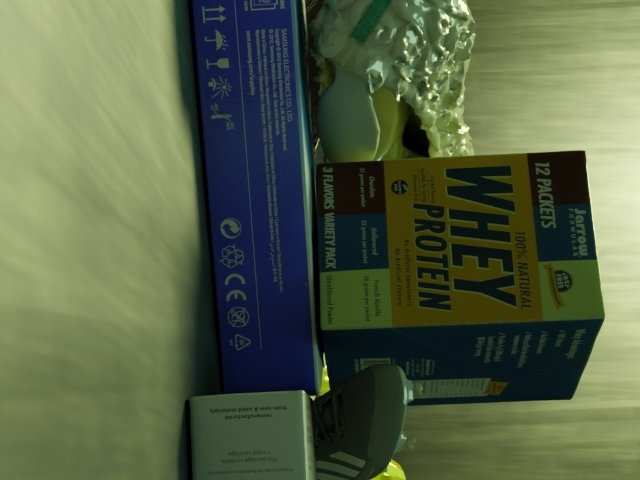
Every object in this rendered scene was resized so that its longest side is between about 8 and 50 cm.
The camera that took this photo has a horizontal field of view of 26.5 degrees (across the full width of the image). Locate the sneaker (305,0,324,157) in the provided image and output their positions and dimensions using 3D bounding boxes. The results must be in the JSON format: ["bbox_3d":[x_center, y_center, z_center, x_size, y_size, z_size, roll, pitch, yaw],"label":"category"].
[{"bbox_3d":[0.009,-0.123,1.281,0.106,0.162,0.281,-90,176,-53],"label":"sneaker"}]

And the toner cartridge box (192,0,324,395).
[{"bbox_3d":[-0.043,-0.072,1.028,0.165,0.075,0.348,-81,168,-74],"label":"toner cartridge box"}]

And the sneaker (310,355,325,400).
[{"bbox_3d":[-0.006,0.093,1.547,0.085,0.086,0.237,86,7,-46],"label":"sneaker"}]

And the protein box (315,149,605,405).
[{"bbox_3d":[0.103,0.037,1.065,0.200,0.201,0.136,82,5,-66],"label":"protein box"}]

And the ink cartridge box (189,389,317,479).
[{"bbox_3d":[-0.037,0.187,0.864,0.127,0.072,0.175,77,9,-81],"label":"ink cartridge box"}]

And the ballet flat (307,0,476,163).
[{"bbox_3d":[0.043,-0.092,1.106,0.409,0.147,0.147,77,11,-65],"label":"ballet flat"}]

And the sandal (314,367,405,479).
[{"bbox_3d":[0.005,0.237,1.555,0.138,0.126,0.317,-49,-159,18],"label":"sandal"}]

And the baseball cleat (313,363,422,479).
[{"bbox_3d":[-0.008,0.145,0.976,0.206,0.109,0.072,121,-29,-53],"label":"baseball cleat"}]
